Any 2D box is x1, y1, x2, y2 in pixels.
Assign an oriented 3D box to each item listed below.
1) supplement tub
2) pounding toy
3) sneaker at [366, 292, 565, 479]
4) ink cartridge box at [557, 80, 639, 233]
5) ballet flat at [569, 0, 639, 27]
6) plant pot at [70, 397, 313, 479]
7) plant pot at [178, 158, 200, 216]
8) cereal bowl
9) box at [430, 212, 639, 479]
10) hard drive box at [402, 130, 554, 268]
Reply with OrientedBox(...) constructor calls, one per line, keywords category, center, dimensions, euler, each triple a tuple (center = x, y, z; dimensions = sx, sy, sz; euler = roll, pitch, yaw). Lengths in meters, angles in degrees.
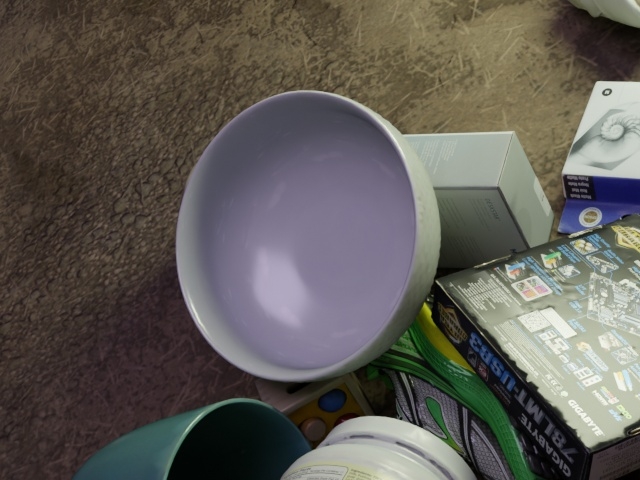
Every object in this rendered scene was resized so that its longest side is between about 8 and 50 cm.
OrientedBox(category="supplement tub", center=(0.023, 0.360, 1.324), dimensions=(0.235, 0.235, 0.325), euler=(0, 33, 30))
OrientedBox(category="pounding toy", center=(-0.008, 0.223, 1.584), dimensions=(0.141, 0.130, 0.100), euler=(-30, 39, 1))
OrientedBox(category="sneaker", center=(0.176, 0.216, 1.493), dimensions=(0.146, 0.134, 0.343), euler=(-49, 45, 13))
OrientedBox(category="ink cartridge box", center=(0.424, -0.104, 1.634), dimensions=(0.223, 0.045, 0.224), euler=(5, 59, 32))
OrientedBox(category="ballet flat", center=(0.392, -0.409, 1.850), dimensions=(0.139, 0.139, 0.400), euler=(-19, 45, 16))
OrientedBox(category="plant pot", center=(-0.166, 0.339, 1.477), dimensions=(0.235, 0.293, 0.293), euler=(-13, 50, 36))
OrientedBox(category="plant pot", center=(-0.084, -0.031, 1.769), dimensions=(0.284, 0.191, 0.284), euler=(-15, 51, 19))
OrientedBox(category="cereal bowl", center=(0.000, 0.000, 1.541), dimensions=(0.338, 0.141, 0.339), euler=(-4, 82, 31))
OrientedBox(category="box", center=(0.321, 0.109, 1.428), dimensions=(0.293, 0.073, 0.295), euler=(-17, 43, -23))
OrientedBox(category="hard drive box", center=(0.157, -0.047, 1.651), dimensions=(0.232, 0.181, 0.089), euler=(2, 56, 30))
